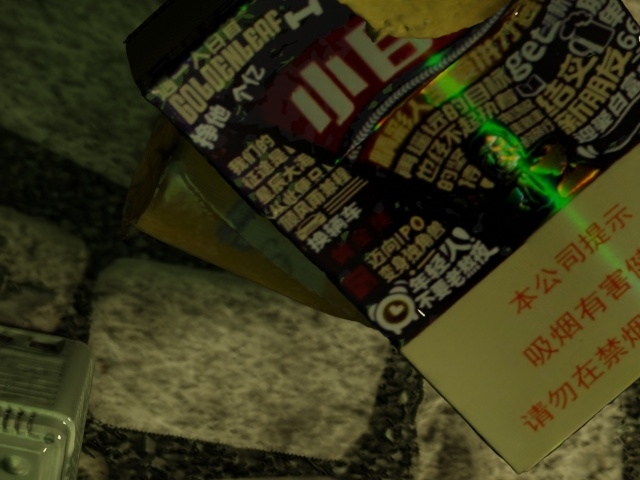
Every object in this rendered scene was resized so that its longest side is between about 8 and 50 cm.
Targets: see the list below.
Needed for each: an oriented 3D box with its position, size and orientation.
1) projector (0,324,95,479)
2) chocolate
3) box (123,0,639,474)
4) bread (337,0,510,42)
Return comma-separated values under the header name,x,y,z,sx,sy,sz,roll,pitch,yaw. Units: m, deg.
name,x,y,z,sx,sy,sz,roll,pitch,yaw
projector,-0.260,0.168,1.005,0.192,0.099,0.257,12,128,-4
chocolate,0.000,0.000,0.871,0.219,0.086,0.085,26,126,-20
box,0.078,-0.048,0.780,0.198,0.084,0.310,-41,118,7
bread,-0.018,-0.172,0.584,0.245,0.094,0.102,27,135,-27
